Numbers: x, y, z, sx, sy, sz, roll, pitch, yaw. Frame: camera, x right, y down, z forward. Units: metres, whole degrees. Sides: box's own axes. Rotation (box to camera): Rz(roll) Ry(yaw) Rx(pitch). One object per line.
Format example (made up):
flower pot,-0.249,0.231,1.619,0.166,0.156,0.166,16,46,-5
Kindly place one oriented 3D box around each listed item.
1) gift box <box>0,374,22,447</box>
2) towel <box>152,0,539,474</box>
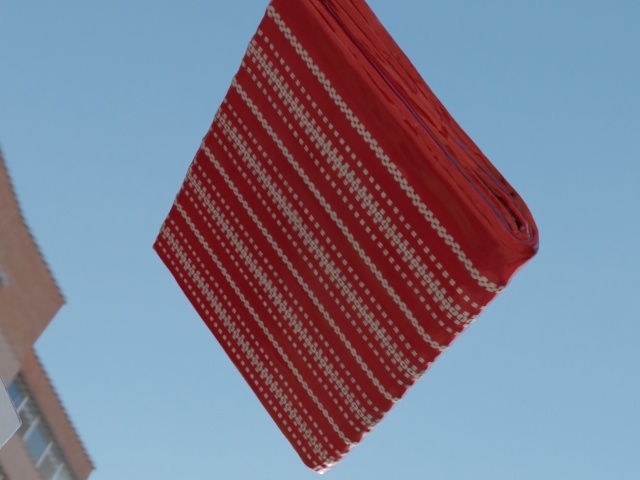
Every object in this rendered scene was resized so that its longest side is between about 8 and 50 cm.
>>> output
gift box,-0.410,0.144,0.990,0.258,0.276,0.255,8,-44,25
towel,0.000,0.000,0.723,0.199,0.031,0.275,54,-38,16
